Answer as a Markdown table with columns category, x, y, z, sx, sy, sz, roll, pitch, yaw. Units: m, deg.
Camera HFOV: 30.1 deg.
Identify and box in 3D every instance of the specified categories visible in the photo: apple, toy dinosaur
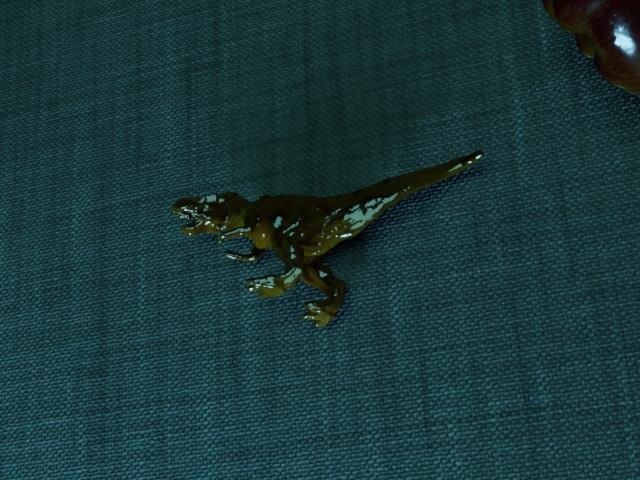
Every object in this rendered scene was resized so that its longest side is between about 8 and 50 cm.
| category | x | y | z | sx | sy | sz | roll | pitch | yaw |
| --- | --- | --- | --- | --- | --- | --- | --- | --- | --- |
| apple | 0.433 | -0.326 | 1.415 | 0.317 | 0.288 | 0.288 | -37 | 61 | 15 |
| toy dinosaur | 0.000 | 0.000 | 1.557 | 0.432 | 0.097 | 0.208 | -3 | 60 | 16 |
